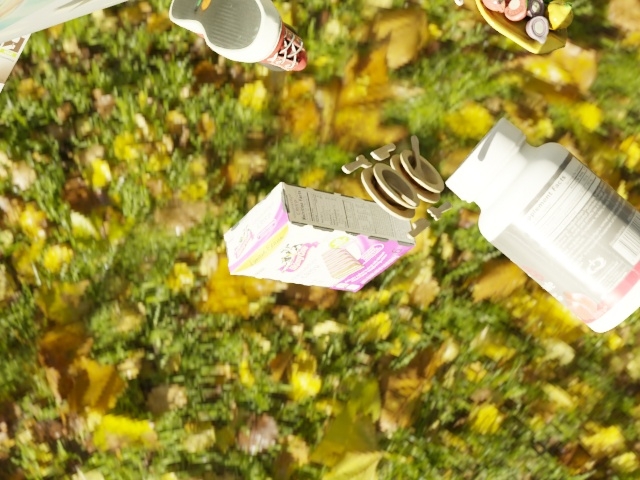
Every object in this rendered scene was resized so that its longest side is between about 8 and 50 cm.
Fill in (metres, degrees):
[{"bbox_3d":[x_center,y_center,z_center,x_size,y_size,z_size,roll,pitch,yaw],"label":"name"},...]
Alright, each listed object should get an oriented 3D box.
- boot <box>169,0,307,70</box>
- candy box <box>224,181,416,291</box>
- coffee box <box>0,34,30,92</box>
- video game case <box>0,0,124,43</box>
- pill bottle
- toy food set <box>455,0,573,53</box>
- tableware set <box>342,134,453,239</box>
[{"bbox_3d":[-0.061,-0.246,1.459,0.176,0.244,0.088,23,97,-32],"label":"boot"},{"bbox_3d":[0.000,0.000,1.756,0.233,0.159,0.071,10,55,-34],"label":"candy box"},{"bbox_3d":[-0.495,-0.243,1.612,0.141,0.098,0.246,43,108,40],"label":"coffee box"},{"bbox_3d":[-0.116,-0.224,0.791,0.300,0.329,0.036,-31,93,-40],"label":"video game case"},{"bbox_3d":[0.345,-0.030,1.752,0.318,0.176,0.176,41,69,2],"label":"pill bottle"},{"bbox_3d":[0.319,-0.386,1.896,0.218,0.071,0.128,28,55,-15],"label":"toy food set"},{"bbox_3d":[0.114,-0.080,1.555,0.128,0.039,0.194,46,26,6],"label":"tableware set"}]
